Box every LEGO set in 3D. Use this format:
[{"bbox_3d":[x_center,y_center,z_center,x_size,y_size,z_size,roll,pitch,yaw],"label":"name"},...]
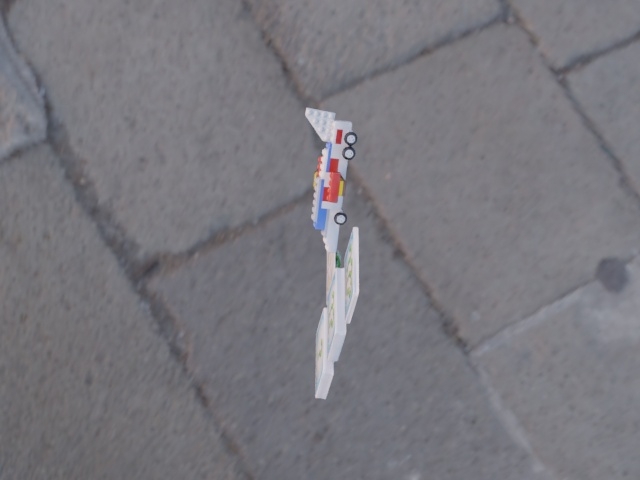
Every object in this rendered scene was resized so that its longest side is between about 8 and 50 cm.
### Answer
[{"bbox_3d":[0.000,0.000,1.475,0.060,0.182,0.244,6,53,-7],"label":"LEGO set"}]
